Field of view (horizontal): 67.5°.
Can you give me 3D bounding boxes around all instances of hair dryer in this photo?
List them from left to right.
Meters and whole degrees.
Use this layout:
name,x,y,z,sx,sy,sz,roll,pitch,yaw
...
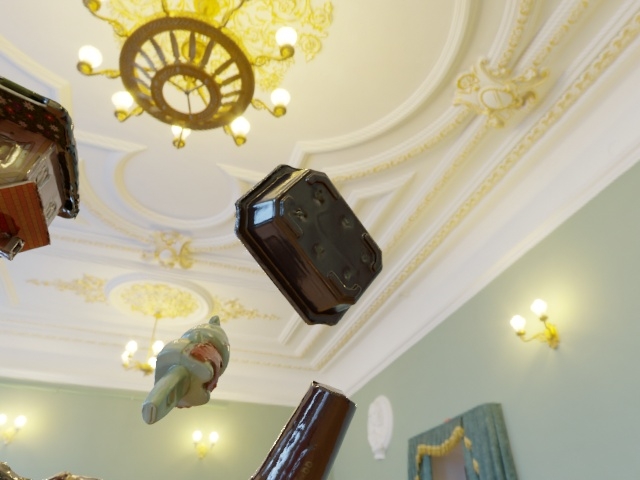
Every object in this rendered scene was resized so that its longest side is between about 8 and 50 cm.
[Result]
name,x,y,z,sx,sy,sz,roll,pitch,yaw
hair dryer,-0.158,0.251,0.492,0.340,0.313,0.123,25,-14,-4

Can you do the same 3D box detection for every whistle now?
name,x,y,z,sx,sy,sz,roll,pitch,yaw
whistle,-0.202,0.197,0.746,0.105,0.253,0.102,-18,-82,14

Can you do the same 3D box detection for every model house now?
name,x,y,z,sx,sy,sz,roll,pitch,yaw
model house,-0.466,-0.083,0.654,0.207,0.154,0.294,24,-33,-11

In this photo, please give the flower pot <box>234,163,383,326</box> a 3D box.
name,x,y,z,sx,sy,sz,roll,pitch,yaw
flower pot,0.000,0.000,0.730,0.251,0.179,0.084,53,-34,-14
